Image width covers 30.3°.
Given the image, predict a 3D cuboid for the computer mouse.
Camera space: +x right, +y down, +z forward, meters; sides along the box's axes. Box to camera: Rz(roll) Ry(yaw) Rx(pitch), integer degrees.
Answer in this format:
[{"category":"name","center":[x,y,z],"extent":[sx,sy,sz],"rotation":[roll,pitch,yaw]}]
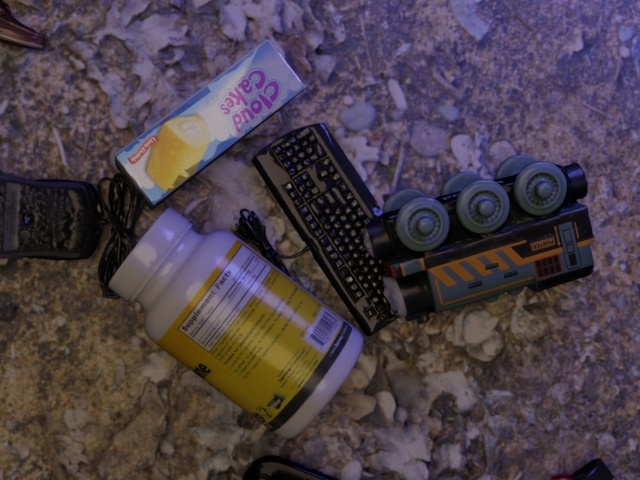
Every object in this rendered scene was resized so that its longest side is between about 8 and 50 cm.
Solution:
[{"category":"computer mouse","center":[-0.395,-0.021,1.696],"extent":[0.272,0.072,0.188],"rotation":[8,88,-20]}]

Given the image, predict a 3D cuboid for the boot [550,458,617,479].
[{"category":"boot","center":[0.367,0.445,1.730],"extent":[0.176,0.088,0.244],"rotation":[43,82,-2]}]

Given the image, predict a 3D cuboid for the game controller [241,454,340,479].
[{"category":"game controller","center":[0.022,0.434,1.726],"extent":[0.319,0.067,0.166],"rotation":[22,91,-1]}]

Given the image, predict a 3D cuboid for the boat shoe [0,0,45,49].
[{"category":"boat shoe","center":[-0.475,-0.325,1.693],"extent":[0.178,0.064,0.060],"rotation":[23,93,0]}]

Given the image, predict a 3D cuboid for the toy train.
[{"category":"toy train","center":[0.232,-0.002,1.685],"extent":[0.334,0.142,0.190],"rotation":[-17,101,-6]}]

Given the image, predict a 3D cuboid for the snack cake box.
[{"category":"snack cake box","center":[-0.158,-0.158,1.647],"extent":[0.264,0.152,0.089],"rotation":[-39,94,-8]}]

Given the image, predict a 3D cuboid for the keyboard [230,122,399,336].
[{"category":"keyboard","center":[0.000,0.000,1.733],"extent":[0.201,0.033,0.317],"rotation":[-34,91,0]}]

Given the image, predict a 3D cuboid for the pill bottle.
[{"category":"pill bottle","center":[-0.121,0.109,1.649],"extent":[0.334,0.188,0.188],"rotation":[38,90,-4]}]
